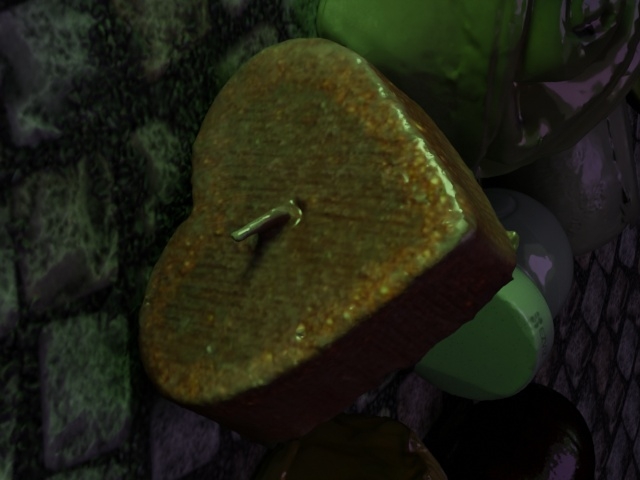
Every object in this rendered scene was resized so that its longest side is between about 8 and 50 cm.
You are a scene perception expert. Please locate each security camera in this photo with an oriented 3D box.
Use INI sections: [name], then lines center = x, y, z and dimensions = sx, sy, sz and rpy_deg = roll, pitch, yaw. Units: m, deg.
[security camera]
center = 0.199, 0.044, 1.228
dimensions = 0.236, 0.195, 0.194
rpy_deg = -53, 138, -43

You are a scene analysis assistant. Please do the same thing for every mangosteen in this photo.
[mangosteen]
center = 0.261, 0.297, 1.345
dimensions = 0.216, 0.216, 0.216
rpy_deg = -17, 111, -56

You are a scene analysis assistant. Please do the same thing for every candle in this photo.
[candle]
center = 0.000, 0.000, 0.807
dimensions = 0.131, 0.287, 0.316
rpy_deg = 35, 69, -50

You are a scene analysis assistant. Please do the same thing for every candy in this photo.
[candy]
center = 0.311, -0.119, 1.379
dimensions = 0.295, 0.185, 0.295
rpy_deg = 39, 45, -54

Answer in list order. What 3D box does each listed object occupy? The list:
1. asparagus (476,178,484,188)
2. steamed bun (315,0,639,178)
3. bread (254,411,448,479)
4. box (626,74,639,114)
[asparagus]
center = 0.184, -0.084, 1.310
dimensions = 0.041, 0.045, 0.178
rpy_deg = -3, 100, -44
[steamed bun]
center = 0.193, -0.249, 1.038
dimensions = 0.352, 0.247, 0.339
rpy_deg = 35, 66, -25
[bread]
center = 0.022, 0.287, 0.992
dimensions = 0.250, 0.179, 0.133
rpy_deg = -66, 149, -26
[box]
center = 0.429, -0.267, 1.563
dimensions = 0.043, 0.173, 0.311
rpy_deg = -47, 149, 12
